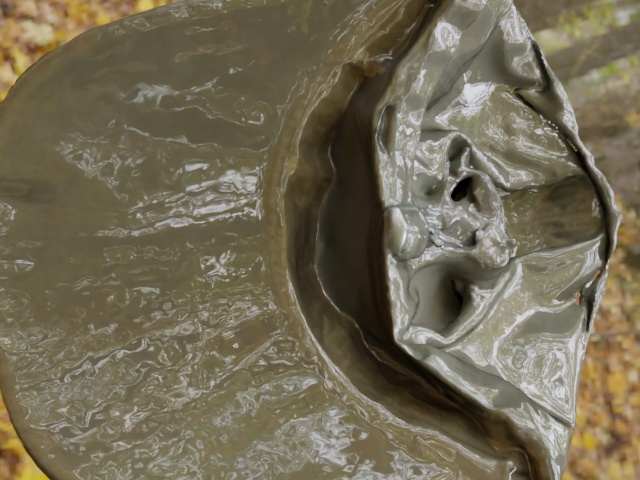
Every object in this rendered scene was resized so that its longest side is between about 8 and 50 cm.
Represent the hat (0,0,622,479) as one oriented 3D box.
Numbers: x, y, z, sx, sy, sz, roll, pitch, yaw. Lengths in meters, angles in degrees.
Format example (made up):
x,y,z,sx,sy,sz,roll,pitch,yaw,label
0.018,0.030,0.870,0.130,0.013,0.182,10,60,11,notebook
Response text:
x,y,z,sx,sy,sz,roll,pitch,yaw,label
0.000,0.000,0.531,0.149,0.245,0.214,5,79,-79,hat
